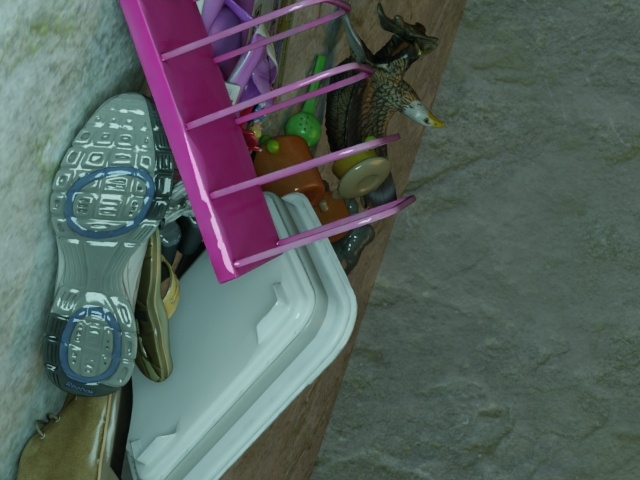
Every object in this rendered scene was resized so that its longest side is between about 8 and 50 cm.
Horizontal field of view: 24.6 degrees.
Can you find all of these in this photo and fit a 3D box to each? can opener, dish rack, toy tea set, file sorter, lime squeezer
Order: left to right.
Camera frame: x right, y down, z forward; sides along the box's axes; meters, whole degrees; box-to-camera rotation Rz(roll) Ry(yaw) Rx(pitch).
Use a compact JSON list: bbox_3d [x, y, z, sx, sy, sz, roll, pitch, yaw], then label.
[{"bbox_3d":[-0.159,-0.035,1.569,0.074,0.093,0.280,-31,170,-14],"label":"can opener"},{"bbox_3d":[-0.118,0.110,1.599,0.333,0.072,0.285,-48,-146,16],"label":"dish rack"},{"bbox_3d":[-0.039,-0.135,1.407,0.202,0.182,0.290,-29,100,-78],"label":"file sorter"},{"bbox_3d":[-0.045,-0.050,2.155,0.200,0.124,0.336,-11,147,-35],"label":"toy tea set"},{"bbox_3d":[-0.046,-0.135,2.228,0.110,0.059,0.310,28,-78,67],"label":"lime squeezer"}]

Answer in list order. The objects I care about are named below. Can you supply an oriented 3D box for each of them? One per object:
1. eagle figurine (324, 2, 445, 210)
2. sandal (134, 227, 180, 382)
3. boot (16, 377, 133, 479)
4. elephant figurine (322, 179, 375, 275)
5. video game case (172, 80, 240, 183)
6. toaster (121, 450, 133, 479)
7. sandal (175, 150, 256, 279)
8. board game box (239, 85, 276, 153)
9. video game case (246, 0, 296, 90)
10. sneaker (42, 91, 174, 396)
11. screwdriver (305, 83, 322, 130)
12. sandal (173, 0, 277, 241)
[{"bbox_3d":[0.090,-0.212,2.360,0.226,0.225,0.298,11,113,-59],"label":"eagle figurine"},{"bbox_3d":[-0.169,0.057,1.504,0.049,0.072,0.180,-19,113,-35],"label":"sandal"},{"bbox_3d":[-0.252,0.189,1.512,0.112,0.115,0.305,85,6,-64],"label":"boot"},{"bbox_3d":[0.000,0.000,2.437,0.186,0.169,0.239,-41,-178,-9],"label":"elephant figurine"},{"bbox_3d":[-0.143,-0.119,1.580,0.087,0.011,0.122,9,110,-36],"label":"video game case"},{"bbox_3d":[-0.217,0.311,1.753,0.129,0.146,0.227,65,45,-77],"label":"toaster"},{"bbox_3d":[-0.130,-0.009,1.919,0.097,0.054,0.254,68,41,-74],"label":"sandal"},{"bbox_3d":[-0.081,-0.152,1.835,0.133,0.033,0.168,-45,151,-61],"label":"board game box"},{"bbox_3d":[-0.076,-0.248,1.879,0.193,0.023,0.212,-58,163,-53],"label":"video game case"},{"bbox_3d":[-0.212,-0.004,1.411,0.129,0.111,0.297,-112,-144,-71],"label":"sneaker"},{"bbox_3d":[-0.019,-0.172,2.337,0.024,0.025,0.170,77,33,-72],"label":"screwdriver"},{"bbox_3d":[-0.096,-0.172,1.667,0.169,0.102,0.416,-61,166,-48],"label":"sandal"}]
